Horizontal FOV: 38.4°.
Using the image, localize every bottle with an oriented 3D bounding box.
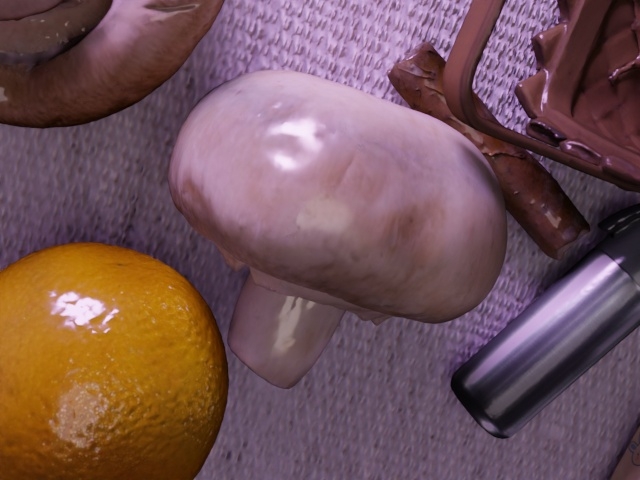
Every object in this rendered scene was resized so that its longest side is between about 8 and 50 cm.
[{"bbox_3d":[0.227,0.069,0.836,0.254,0.079,0.096,-42,102,5],"label":"bottle"}]

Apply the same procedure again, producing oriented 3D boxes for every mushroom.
[{"bbox_3d":[0.000,0.000,0.699,0.260,0.254,0.234,23,94,27],"label":"mushroom"},{"bbox_3d":[-0.196,-0.155,0.670,0.286,0.156,0.151,-3,119,4],"label":"mushroom"}]

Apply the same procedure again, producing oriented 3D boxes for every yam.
[{"bbox_3d":[0.149,-0.074,0.793,0.057,0.057,0.241,-43,108,4],"label":"yam"}]

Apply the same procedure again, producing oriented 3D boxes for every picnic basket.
[{"bbox_3d":[0.259,-0.159,0.663,0.321,0.291,0.254,16,104,-26],"label":"picnic basket"}]

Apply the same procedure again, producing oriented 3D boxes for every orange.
[{"bbox_3d":[-0.182,0.116,0.711,0.236,0.236,0.236,-3,107,-9],"label":"orange"}]

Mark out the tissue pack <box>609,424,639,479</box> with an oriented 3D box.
[{"bbox_3d":[0.377,0.230,0.901,0.148,0.092,0.196,22,103,-14],"label":"tissue pack"}]
